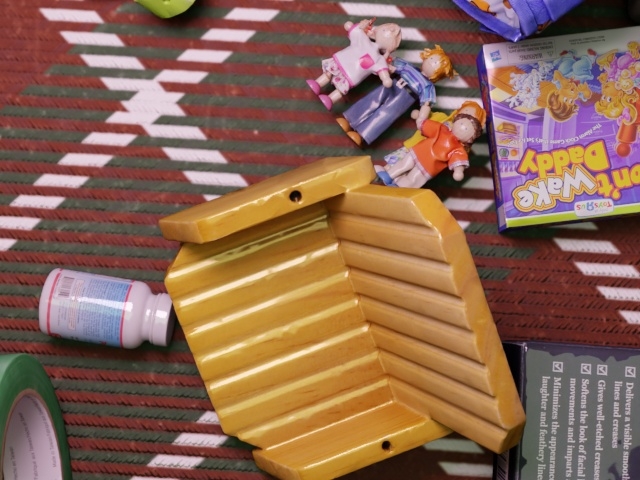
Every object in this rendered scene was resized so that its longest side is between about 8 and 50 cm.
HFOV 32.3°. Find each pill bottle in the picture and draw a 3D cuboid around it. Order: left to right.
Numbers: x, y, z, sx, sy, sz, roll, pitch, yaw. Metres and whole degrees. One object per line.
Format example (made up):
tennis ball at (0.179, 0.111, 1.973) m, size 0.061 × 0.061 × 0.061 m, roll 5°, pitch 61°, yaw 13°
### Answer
pill bottle at (-0.266, 0.089, 1.391) m, size 0.160 × 0.087 × 0.087 m, roll 9°, pitch 86°, yaw 2°

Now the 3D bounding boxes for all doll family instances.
doll family at (0.114, -0.165, 1.403) m, size 0.163 × 0.118 × 0.263 m, roll -38°, pitch 68°, yaw 5°

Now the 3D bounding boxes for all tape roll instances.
tape roll at (-0.361, 0.291, 1.261) m, size 0.077 × 0.321 × 0.321 m, roll -6°, pitch 86°, yaw 2°

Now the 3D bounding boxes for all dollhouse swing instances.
dollhouse swing at (0.010, 0.113, 1.230) m, size 0.315 × 0.305 × 0.347 m, roll -20°, pitch 103°, yaw -3°

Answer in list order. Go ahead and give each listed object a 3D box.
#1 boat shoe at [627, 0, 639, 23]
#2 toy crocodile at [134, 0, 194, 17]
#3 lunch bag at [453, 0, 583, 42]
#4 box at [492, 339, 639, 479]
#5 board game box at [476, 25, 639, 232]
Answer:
boat shoe at (0.513, -0.417, 1.388) m, size 0.130 × 0.132 × 0.355 m, roll 30°, pitch 88°, yaw 4°
toy crocodile at (-0.177, -0.451, 1.417) m, size 0.105 × 0.115 × 0.341 m, roll -12°, pitch 72°, yaw 44°
lunch bag at (0.255, -0.430, 1.295) m, size 0.328 × 0.239 × 0.385 m, roll -37°, pitch 53°, yaw -1°
box at (0.408, 0.275, 1.298) m, size 0.395 × 0.212 × 0.294 m, roll 4°, pitch 85°, yaw 3°
board game box at (0.387, -0.147, 1.397) m, size 0.347 × 0.078 × 0.233 m, roll -7°, pitch 86°, yaw 1°
